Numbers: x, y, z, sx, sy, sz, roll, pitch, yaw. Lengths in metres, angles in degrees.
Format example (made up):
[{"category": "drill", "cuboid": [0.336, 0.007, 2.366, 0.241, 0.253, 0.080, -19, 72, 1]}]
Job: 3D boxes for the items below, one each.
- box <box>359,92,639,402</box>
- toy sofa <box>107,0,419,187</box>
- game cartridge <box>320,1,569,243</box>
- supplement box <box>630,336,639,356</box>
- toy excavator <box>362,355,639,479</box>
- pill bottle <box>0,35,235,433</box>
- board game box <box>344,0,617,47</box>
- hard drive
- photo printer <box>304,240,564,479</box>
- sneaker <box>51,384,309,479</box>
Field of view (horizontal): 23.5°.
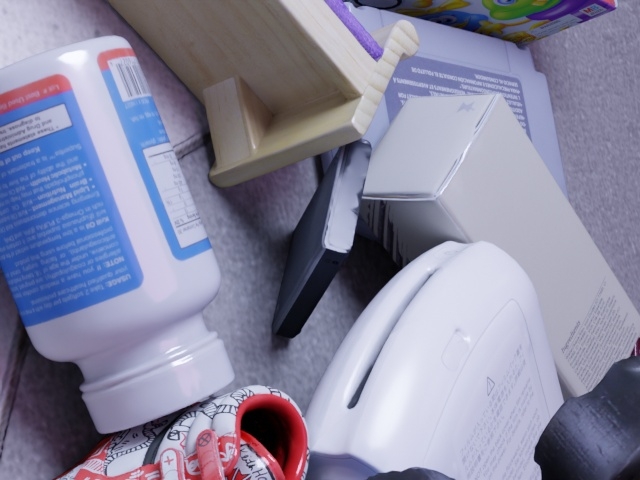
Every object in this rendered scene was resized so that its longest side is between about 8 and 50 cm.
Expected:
[{"category": "box", "cuboid": [0.143, 0.018, 1.196, 0.275, 0.094, 0.113, 53, 56, -33]}, {"category": "toy sofa", "cuboid": [-0.098, -0.225, 1.039, 0.362, 0.150, 0.177, 47, 46, -26]}, {"category": "game cartridge", "cuboid": [0.103, -0.084, 1.290, 0.294, 0.060, 0.196, 5, 69, -48]}, {"category": "supplement box", "cuboid": [0.288, 0.210, 1.370, 0.130, 0.073, 0.239, 27, 57, -40]}, {"category": "toy excavator", "cuboid": [0.079, 0.338, 0.758, 0.433, 0.222, 0.445, -20, 130, -19]}, {"category": "pill bottle", "cuboid": [-0.134, -0.001, 0.930, 0.124, 0.124, 0.221, -24, 94, -50]}, {"category": "board game box", "cuboid": [0.110, -0.269, 1.298, 0.275, 0.144, 0.142, 12, 67, -45]}, {"category": "hard drive", "cuboid": [0.000, 0.000, 1.082, 0.022, 0.135, 0.094, 17, 58, -8]}, {"category": "photo printer", "cuboid": [0.090, 0.172, 1.070, 0.256, 0.107, 0.307, -53, 134, -45]}, {"category": "sneaker", "cuboid": [-0.113, 0.169, 0.870, 0.270, 0.145, 0.090, -39, 105, -48]}]
